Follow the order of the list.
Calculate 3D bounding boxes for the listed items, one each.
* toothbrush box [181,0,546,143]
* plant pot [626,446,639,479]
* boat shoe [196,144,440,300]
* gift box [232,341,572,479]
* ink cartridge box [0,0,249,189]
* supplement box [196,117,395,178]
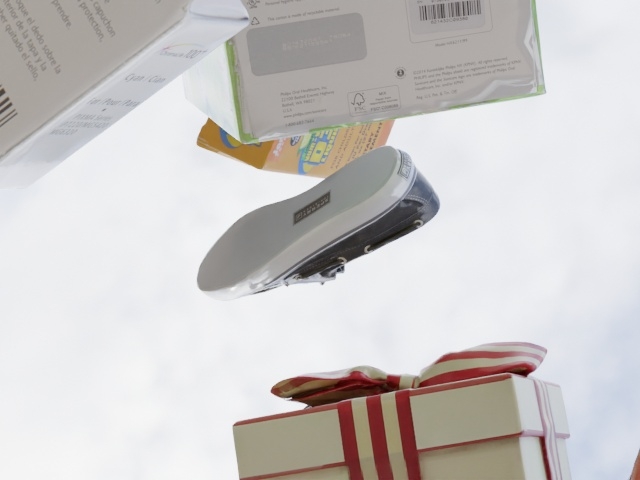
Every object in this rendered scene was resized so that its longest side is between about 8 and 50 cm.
[{"bbox_3d":[0.014,-0.155,1.259,0.206,0.122,0.283,-10,-170,-9],"label":"toothbrush box"},{"bbox_3d":[0.237,0.244,1.005,0.265,0.272,0.272,120,-21,-51],"label":"plant pot"},{"bbox_3d":[0.000,0.000,1.472,0.228,0.076,0.080,-31,-144,28],"label":"boat shoe"},{"bbox_3d":[0.077,0.223,1.441,0.255,0.276,0.258,-10,-98,10],"label":"gift box"},{"bbox_3d":[-0.118,-0.211,0.759,0.261,0.066,0.296,-34,-100,22],"label":"ink cartridge box"},{"bbox_3d":[-0.018,-0.102,1.642,0.080,0.233,0.078,27,-79,25],"label":"supplement box"}]
